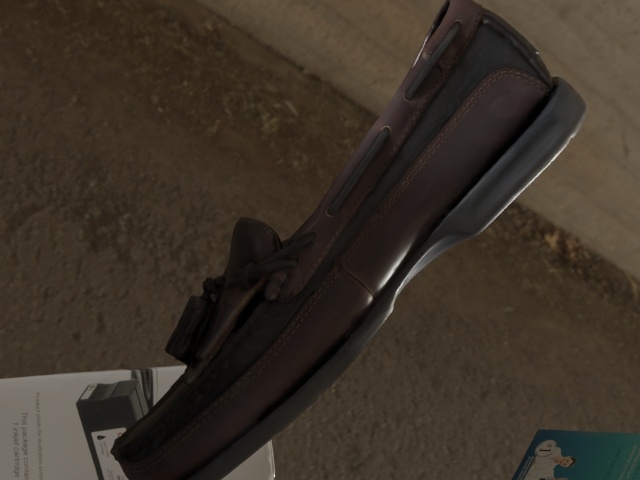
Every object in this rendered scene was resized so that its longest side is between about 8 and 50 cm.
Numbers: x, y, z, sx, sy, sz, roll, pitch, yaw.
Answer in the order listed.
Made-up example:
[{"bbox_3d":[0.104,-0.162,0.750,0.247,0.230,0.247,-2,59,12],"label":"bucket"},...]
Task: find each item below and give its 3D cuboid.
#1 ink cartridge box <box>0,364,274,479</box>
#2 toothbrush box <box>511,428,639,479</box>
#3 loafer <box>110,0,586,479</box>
[{"bbox_3d":[-0.297,0.251,1.108,0.395,0.285,0.166,1,78,-33],"label":"ink cartridge box"},{"bbox_3d":[0.280,0.237,0.553,0.216,0.296,0.126,55,52,-21],"label":"toothbrush box"},{"bbox_3d":[0.000,0.000,0.454,0.095,0.302,0.109,48,-8,-10],"label":"loafer"}]
